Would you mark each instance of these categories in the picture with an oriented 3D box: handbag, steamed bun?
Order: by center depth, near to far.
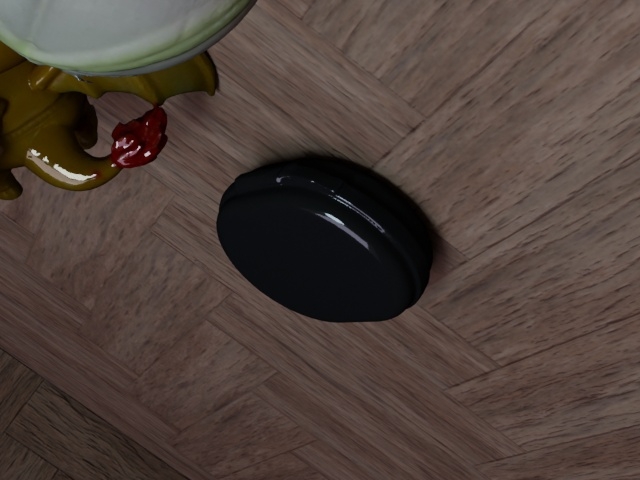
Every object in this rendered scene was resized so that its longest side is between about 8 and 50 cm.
[{"bbox_3d":[-0.150,-0.297,0.790,0.309,0.309,0.309,24,150,15],"label":"steamed bun"},{"bbox_3d":[0.001,-0.001,1.289,0.308,0.093,0.254,-6,131,49],"label":"handbag"}]

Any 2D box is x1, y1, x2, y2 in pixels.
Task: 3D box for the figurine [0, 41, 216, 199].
[{"bbox_3d":[-0.345,-0.217,1.131,0.387,0.401,0.268,74,169,-47],"label":"figurine"}]
